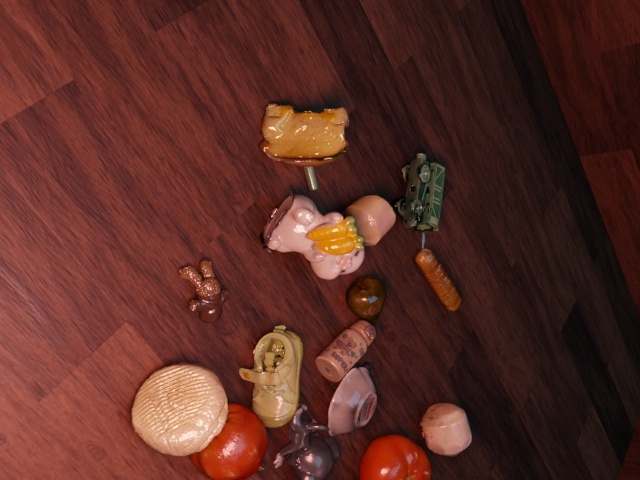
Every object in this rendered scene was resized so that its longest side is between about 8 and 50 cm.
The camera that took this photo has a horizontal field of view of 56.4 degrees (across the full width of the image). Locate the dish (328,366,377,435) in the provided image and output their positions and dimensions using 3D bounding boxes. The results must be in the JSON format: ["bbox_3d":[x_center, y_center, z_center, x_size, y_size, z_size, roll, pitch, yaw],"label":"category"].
[{"bbox_3d":[0.113,0.493,1.781,0.229,0.081,0.229,-32,130,-47],"label":"dish"}]

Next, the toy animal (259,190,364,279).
[{"bbox_3d":[0.001,0.004,1.667,0.310,0.247,0.182,28,86,-21],"label":"toy animal"}]

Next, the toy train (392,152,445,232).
[{"bbox_3d":[0.339,-0.162,2.056,0.154,0.115,0.269,21,73,-48],"label":"toy train"}]

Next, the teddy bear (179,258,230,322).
[{"bbox_3d":[-0.281,0.130,1.498,0.119,0.078,0.160,-24,102,-44],"label":"teddy bear"}]

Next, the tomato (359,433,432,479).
[{"bbox_3d":[0.222,0.731,1.847,0.260,0.180,0.259,4,84,-39],"label":"tomato"}]

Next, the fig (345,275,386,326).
[{"bbox_3d":[0.134,0.200,1.862,0.127,0.184,0.132,12,41,-3],"label":"fig"}]

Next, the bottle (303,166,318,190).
[{"bbox_3d":[-0.029,-0.189,1.775,0.030,0.030,0.083,-21,100,-41],"label":"bottle"}]

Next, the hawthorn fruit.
[{"bbox_3d":[-0.207,0.513,1.473,0.225,0.197,0.196,54,55,-34],"label":"hawthorn fruit"}]

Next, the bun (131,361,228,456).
[{"bbox_3d":[-0.315,0.396,1.382,0.220,0.221,0.134,-52,154,-31],"label":"bun"}]

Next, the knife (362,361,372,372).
[{"bbox_3d":[0.131,0.439,1.892,0.031,0.018,0.121,42,63,-30],"label":"knife"}]

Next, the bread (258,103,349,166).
[{"bbox_3d":[-0.043,-0.294,1.707,0.133,0.252,0.174,53,37,-82],"label":"bread"}]

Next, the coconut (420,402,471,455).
[{"bbox_3d":[0.434,0.662,2.058,0.171,0.171,0.182,-18,97,-41],"label":"coconut"}]

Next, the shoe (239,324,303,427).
[{"bbox_3d":[-0.131,0.358,1.591,0.128,0.140,0.262,39,57,-45],"label":"shoe"}]

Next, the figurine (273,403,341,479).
[{"bbox_3d":[-0.028,0.558,1.664,0.193,0.140,0.265,-39,137,-55],"label":"figurine"}]

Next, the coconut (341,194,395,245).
[{"bbox_3d":[0.141,-0.058,1.847,0.153,0.147,0.147,-39,113,-34],"label":"coconut"}]

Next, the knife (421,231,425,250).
[{"bbox_3d":[0.369,0.004,2.140,0.014,0.005,0.090,11,80,-40],"label":"knife"}]

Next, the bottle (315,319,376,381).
[{"bbox_3d":[0.088,0.323,1.796,0.209,0.110,0.097,-41,103,-35],"label":"bottle"}]

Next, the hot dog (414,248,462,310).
[{"bbox_3d":[0.433,0.144,2.149,0.083,0.068,0.289,-51,121,-24],"label":"hot dog"}]
